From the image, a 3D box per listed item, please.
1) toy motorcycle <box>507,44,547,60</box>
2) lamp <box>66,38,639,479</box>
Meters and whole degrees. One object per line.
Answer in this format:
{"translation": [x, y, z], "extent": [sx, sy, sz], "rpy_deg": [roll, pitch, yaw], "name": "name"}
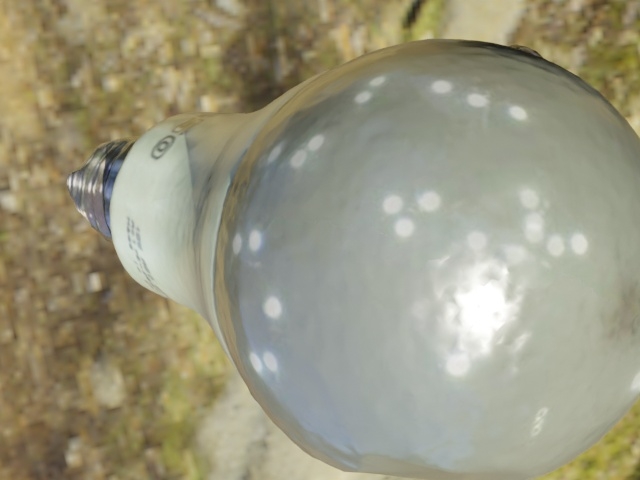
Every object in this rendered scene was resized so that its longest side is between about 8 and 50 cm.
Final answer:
{"translation": [0.192, -0.016, 1.382], "extent": [0.134, 0.401, 0.207], "rpy_deg": [-24, 64, 27], "name": "toy motorcycle"}
{"translation": [-0.007, 0.002, 0.791], "extent": [0.314, 0.182, 0.181], "rpy_deg": [8, 107, 31], "name": "lamp"}
